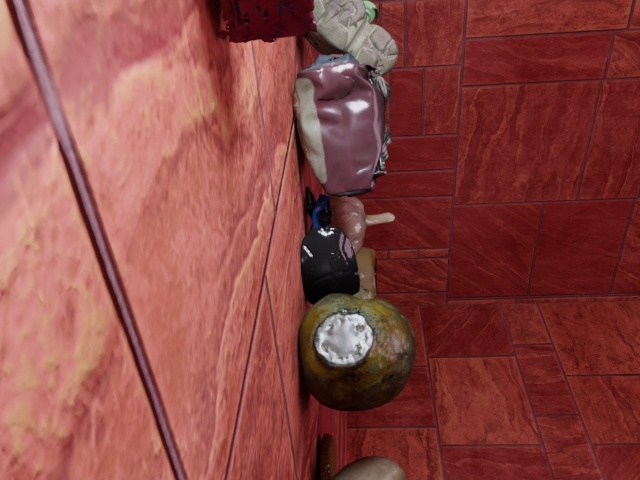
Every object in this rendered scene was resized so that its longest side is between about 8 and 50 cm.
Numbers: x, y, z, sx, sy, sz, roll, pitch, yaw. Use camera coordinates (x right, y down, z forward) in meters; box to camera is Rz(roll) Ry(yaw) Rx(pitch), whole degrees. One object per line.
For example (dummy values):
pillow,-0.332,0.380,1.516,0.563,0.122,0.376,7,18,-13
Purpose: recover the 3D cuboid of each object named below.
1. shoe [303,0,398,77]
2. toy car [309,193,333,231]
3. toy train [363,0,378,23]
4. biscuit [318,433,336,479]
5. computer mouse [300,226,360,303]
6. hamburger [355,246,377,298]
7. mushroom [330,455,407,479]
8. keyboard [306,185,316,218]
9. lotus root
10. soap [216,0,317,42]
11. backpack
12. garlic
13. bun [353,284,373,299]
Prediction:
shoe,0.011,-0.491,1.346,0.342,0.211,0.132,32,92,-49
toy car,0.000,0.000,1.393,0.103,0.063,0.216,-71,158,-80
toy train,0.046,-0.637,1.491,0.271,0.189,0.158,67,21,-74
biscuit,0.016,0.613,1.515,0.254,0.035,0.253,-1,90,-85
computer mouse,0.020,0.064,1.281,0.217,0.122,0.073,80,-3,-46
hamburger,0.130,0.163,2.311,0.300,0.176,0.299,0,90,-86
mushroom,0.141,0.628,1.310,0.298,0.290,0.297,-8,100,-59
keyboard,-0.020,-0.087,1.505,0.195,0.018,0.060,59,22,-82
lotus root,0.071,0.225,1.217,0.346,0.251,0.250,59,28,-71
soap,-0.062,-0.303,0.525,0.162,0.099,0.249,-98,-177,-57
backpack,0.051,-0.252,1.287,0.317,0.198,0.283,-84,169,-73
garlic,0.102,-0.038,1.653,0.199,0.226,0.198,175,-90,-74
bun,0.075,0.246,1.701,0.259,0.152,0.259,-6,90,-74
